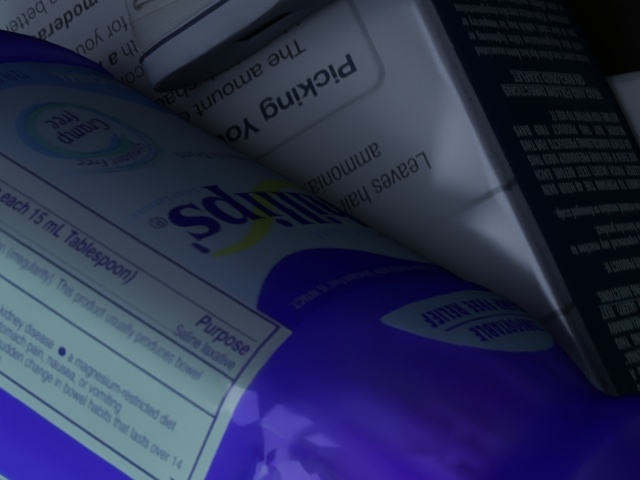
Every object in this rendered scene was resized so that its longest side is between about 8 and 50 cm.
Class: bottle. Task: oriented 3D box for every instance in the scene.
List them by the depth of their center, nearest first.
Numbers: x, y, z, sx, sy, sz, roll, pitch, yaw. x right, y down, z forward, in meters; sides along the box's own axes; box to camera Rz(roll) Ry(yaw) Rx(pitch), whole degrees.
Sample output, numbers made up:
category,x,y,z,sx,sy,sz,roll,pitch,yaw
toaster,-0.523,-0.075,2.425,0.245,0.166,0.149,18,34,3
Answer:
category,x,y,z,sx,sy,sz,roll,pitch,yaw
bottle,-0.002,0.043,0.457,0.283,0.118,0.092,30,106,26

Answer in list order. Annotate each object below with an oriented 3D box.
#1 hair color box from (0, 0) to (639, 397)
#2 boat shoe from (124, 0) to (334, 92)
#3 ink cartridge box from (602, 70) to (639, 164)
category,x,y,z,sx,sy,sz,roll,pitch,yaw
hair color box,0.000,0.000,0.582,0.174,0.105,0.347,-30,77,28
boat shoe,-0.011,-0.075,0.506,0.100,0.035,0.035,-29,81,33
ink cartridge box,0.143,0.020,0.614,0.218,0.092,0.158,-7,90,32
